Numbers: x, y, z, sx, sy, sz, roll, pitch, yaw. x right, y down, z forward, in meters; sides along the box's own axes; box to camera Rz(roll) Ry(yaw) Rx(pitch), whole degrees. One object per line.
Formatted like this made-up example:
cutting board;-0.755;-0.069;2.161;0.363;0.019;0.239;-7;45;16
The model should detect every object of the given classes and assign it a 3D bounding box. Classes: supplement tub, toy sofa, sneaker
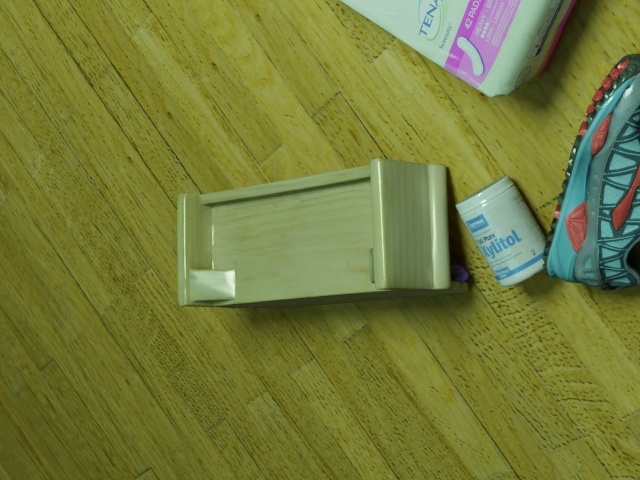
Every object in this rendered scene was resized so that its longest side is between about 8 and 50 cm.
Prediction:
supplement tub;0.204;-0.009;1.296;0.071;0.071;0.107;-30;92;45
toy sofa;0.000;0.000;1.447;0.362;0.177;0.150;-8;82;43
sneaker;0.311;-0.064;1.177;0.125;0.104;0.262;18;129;13

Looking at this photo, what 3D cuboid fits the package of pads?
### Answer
package of pads;0.126;-0.305;1.186;0.296;0.101;0.229;38;130;21
